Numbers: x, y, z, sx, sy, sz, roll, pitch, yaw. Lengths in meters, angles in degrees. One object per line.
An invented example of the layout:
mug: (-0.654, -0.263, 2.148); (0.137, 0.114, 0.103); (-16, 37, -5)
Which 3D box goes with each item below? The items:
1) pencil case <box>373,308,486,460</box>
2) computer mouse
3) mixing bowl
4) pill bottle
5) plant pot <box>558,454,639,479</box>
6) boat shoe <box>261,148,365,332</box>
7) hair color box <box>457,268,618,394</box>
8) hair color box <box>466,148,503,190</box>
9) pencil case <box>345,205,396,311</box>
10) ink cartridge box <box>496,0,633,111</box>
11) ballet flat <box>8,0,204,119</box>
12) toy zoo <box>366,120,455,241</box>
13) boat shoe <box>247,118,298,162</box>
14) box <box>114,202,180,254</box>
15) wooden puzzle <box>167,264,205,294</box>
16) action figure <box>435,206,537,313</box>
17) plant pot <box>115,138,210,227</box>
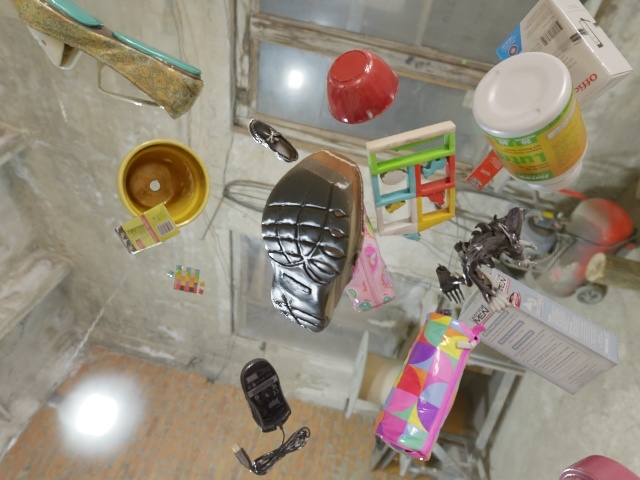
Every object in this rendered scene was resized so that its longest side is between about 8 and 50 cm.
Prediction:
pencil case: (0.175, 0.228, 0.743); (0.236, 0.104, 0.104); (-60, -8, -16)
computer mouse: (-0.157, 0.436, 1.142); (0.184, 0.262, 0.060); (-32, 7, -28)
mixing bowl: (0.083, -0.376, 1.076); (0.098, 0.181, 0.182); (46, -126, -56)
pill bottle: (0.353, -0.175, 0.753); (0.245, 0.136, 0.137); (30, -111, -48)
plant pot: (0.388, 0.446, 0.664); (0.201, 0.180, 0.202); (161, 90, -77)
boat shoe: (0.000, 0.000, 0.619); (0.120, 0.122, 0.324); (-50, -15, -33)
hair color box: (0.603, 0.257, 1.307); (0.114, 0.374, 0.185); (-51, -12, -45)
hair color box: (0.389, -0.181, 1.014); (0.072, 0.043, 0.141); (-44, -9, -47)
pencil case: (0.091, 0.033, 1.138); (0.124, 0.124, 0.284); (-67, -41, -69)
ink cartridge box: (0.467, -0.351, 0.899); (0.203, 0.085, 0.148); (62, 151, 13)
ballet flat: (-0.370, -0.313, 0.760); (0.123, 0.348, 0.123); (-50, 25, 33)
toy zoo: (0.215, -0.115, 1.062); (0.030, 0.192, 0.293); (-106, 1, -50)
boat shoe: (-0.095, -0.203, 0.944); (0.038, 0.125, 0.046); (17, 69, 54)
box: (-0.444, -0.025, 1.173); (0.058, 0.232, 0.087); (-38, -73, -39)
wooden puzzle: (-0.262, 0.076, 0.908); (0.006, 0.083, 0.050); (-19, 62, 42)
action figure: (0.317, 0.037, 0.845); (0.164, 0.141, 0.276); (-43, -8, -15)
plant pot: (-0.486, -0.168, 1.391); (0.239, 0.253, 0.254); (12, 88, 61)
